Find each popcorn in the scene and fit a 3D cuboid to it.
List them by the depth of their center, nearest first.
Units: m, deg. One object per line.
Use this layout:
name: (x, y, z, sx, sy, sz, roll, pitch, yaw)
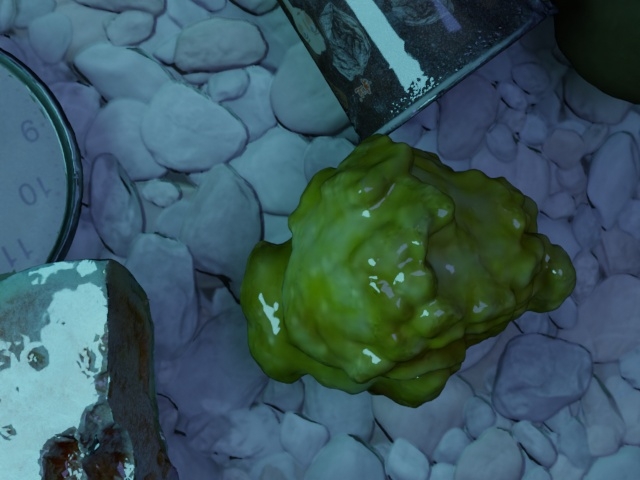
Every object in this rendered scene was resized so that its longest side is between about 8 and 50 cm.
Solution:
popcorn: (0.078, 0.029, 1.414, 0.250, 0.242, 0.235, 1, 87, -39)

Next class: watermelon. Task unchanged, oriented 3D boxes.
watermelon: (-0.229, 0.176, 1.353, 0.188, 0.175, 0.322, 5, 85, 16)

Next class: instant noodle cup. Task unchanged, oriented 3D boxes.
instant noodle cup: (0.065, -0.222, 1.440, 0.217, 0.217, 0.207, -37, 92, -18)

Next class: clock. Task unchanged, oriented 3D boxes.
clock: (-0.336, -0.047, 1.359, 0.281, 0.055, 0.280, 1, 86, -19)

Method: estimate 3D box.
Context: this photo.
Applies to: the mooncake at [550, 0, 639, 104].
mooncake: (0.383, -0.349, 1.505, 0.467, 0.262, 0.467, 7, 77, -31)
